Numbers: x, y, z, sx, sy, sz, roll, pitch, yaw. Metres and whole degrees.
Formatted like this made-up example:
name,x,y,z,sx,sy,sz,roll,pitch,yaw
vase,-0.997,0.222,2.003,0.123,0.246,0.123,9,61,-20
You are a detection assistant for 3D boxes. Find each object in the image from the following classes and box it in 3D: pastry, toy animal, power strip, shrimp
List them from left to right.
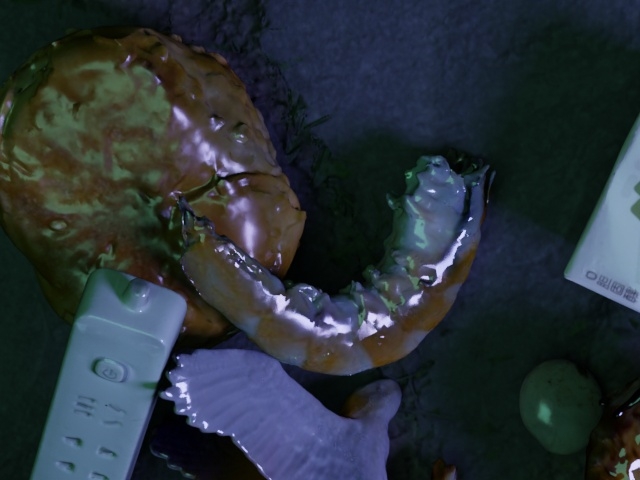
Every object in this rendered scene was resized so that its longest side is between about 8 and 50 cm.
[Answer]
name,x,y,z,sx,sy,sz,roll,pitch,yaw
power strip,-0.196,0.150,1.783,0.091,0.062,0.385,21,141,-2
pastry,-0.158,-0.050,1.792,0.255,0.162,0.311,-22,103,10
toy animal,-0.013,0.249,1.748,0.302,0.225,0.284,1,65,-11
shrimp,0.017,0.028,1.738,0.287,0.068,0.185,-8,103,-15

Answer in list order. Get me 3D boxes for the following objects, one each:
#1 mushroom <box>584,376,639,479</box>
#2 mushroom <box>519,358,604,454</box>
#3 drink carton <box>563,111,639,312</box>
name,x,y,z,sx,sy,sz,roll,pitch,yaw
mushroom,0.322,0.237,1.655,0.195,0.263,0.283,-15,105,-12
mushroom,0.206,0.147,1.766,0.079,0.085,0.085,-9,99,61
drink carton,0.392,0.008,1.644,0.324,0.132,0.194,27,106,13
